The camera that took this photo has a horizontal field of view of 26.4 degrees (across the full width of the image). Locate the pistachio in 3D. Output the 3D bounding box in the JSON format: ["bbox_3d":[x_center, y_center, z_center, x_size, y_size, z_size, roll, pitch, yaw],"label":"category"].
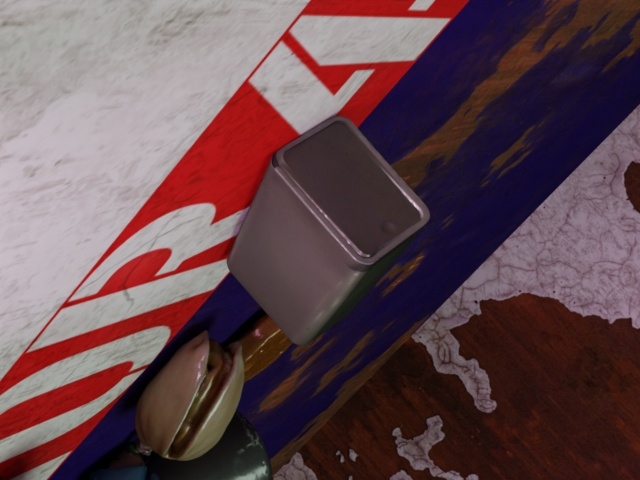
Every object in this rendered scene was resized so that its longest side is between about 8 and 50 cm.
[{"bbox_3d":[-0.180,0.219,1.880,0.223,0.126,0.152,-57,-164,36],"label":"pistachio"}]

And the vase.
[{"bbox_3d":[-0.253,0.415,2.265,0.321,0.173,0.173,-27,161,-32],"label":"vase"}]

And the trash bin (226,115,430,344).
[{"bbox_3d":[0.000,0.000,1.580,0.122,0.164,0.240,-34,166,-33],"label":"trash bin"}]

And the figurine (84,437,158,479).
[{"bbox_3d":[-0.275,0.372,2.098,0.114,0.178,0.144,153,-50,-68],"label":"figurine"}]

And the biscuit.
[{"bbox_3d":[-0.110,0.174,2.118,0.334,0.047,0.202,-38,169,-13],"label":"biscuit"}]

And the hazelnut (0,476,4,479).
[{"bbox_3d":[-0.406,0.353,1.117,0.409,0.359,0.359,-51,168,1],"label":"hazelnut"}]
